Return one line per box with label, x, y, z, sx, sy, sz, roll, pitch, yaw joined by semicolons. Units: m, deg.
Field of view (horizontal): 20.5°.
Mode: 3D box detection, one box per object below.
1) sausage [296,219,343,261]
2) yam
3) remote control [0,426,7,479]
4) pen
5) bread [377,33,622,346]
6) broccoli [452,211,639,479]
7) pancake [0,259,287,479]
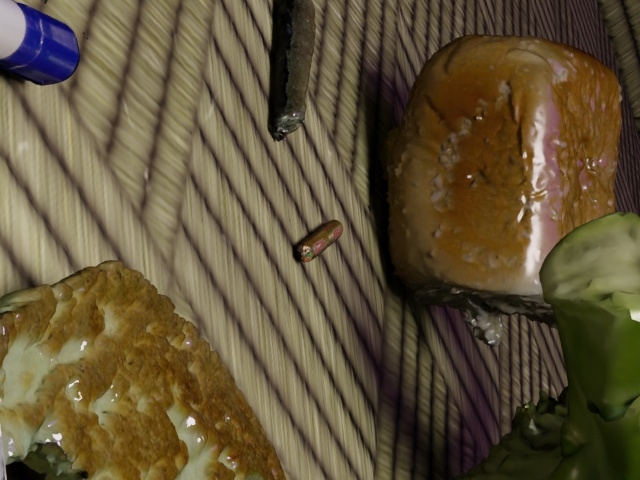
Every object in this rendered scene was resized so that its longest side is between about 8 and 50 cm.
sausage;0.000;0.000;1.218;0.100;0.015;0.015;-38;115;-72
yam;-0.018;-0.119;1.225;0.033;0.027;0.129;57;27;-47
remote control;-0.153;0.040;0.612;0.044;0.073;0.229;150;-68;-69
pen;-0.160;-0.098;0.703;0.269;0.033;0.033;15;64;-75
bread;0.137;-0.036;1.433;0.195;0.176;0.246;18;76;-60
broccoli;0.192;0.184;1.242;0.397;0.275;0.353;65;21;-78
pancake;-0.084;0.121;0.799;0.376;0.054;0.197;47;33;-57
